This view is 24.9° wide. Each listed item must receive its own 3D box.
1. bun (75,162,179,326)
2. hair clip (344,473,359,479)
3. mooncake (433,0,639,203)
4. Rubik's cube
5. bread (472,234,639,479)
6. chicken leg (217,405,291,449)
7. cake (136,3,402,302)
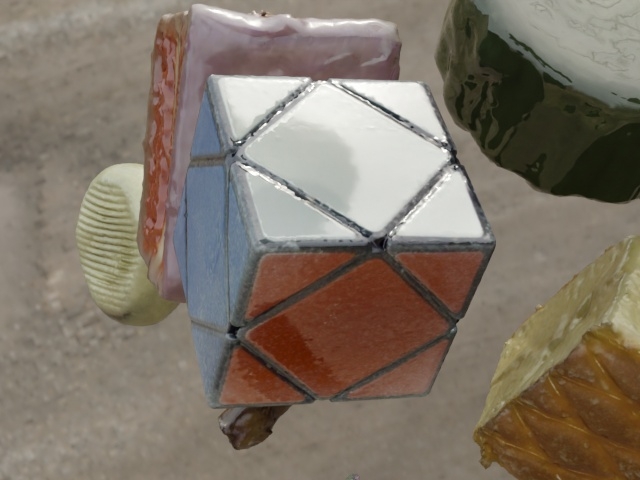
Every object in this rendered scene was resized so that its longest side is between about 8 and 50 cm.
[{"bbox_3d":[-0.221,0.004,1.858,0.127,0.222,0.222,-10,26,-33],"label":"bun"},{"bbox_3d":[0.008,0.242,1.208,0.022,0.054,0.137,34,23,1],"label":"hair clip"},{"bbox_3d":[0.308,-0.214,1.644,0.356,0.194,0.356,9,51,-11],"label":"mooncake"},{"bbox_3d":[0.000,0.000,1.227,0.207,0.205,0.205,-2,47,-18],"label":"Rubik's cube"},{"bbox_3d":[0.362,0.175,1.640,0.279,0.279,0.207,34,45,-2],"label":"bread"},{"bbox_3d":[0.009,0.136,1.644,0.304,0.113,0.093,-30,59,-23],"label":"chicken leg"},{"bbox_3d":[-0.061,-0.085,1.500,0.230,0.309,0.237,6,6,-13],"label":"cake"}]
